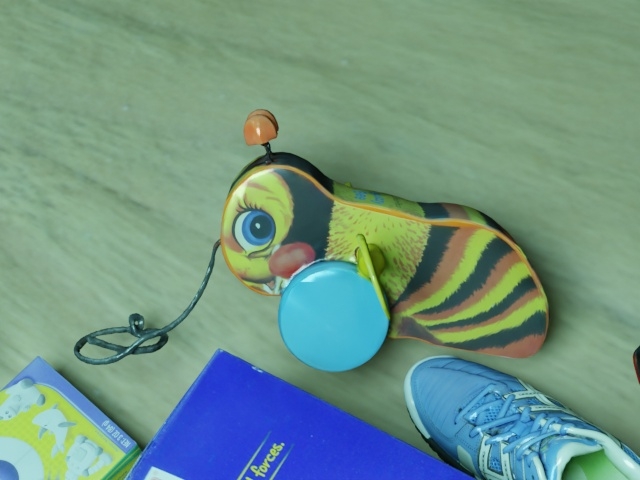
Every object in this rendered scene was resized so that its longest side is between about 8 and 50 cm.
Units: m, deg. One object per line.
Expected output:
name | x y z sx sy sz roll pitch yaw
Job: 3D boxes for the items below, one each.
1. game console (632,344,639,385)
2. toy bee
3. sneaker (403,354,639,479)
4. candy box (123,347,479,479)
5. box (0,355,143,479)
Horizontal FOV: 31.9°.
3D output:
game console | 0.427 0.144 0.653 0.386 0.060 0.342 -17 58 -5
toy bee | 0.000 0.000 0.714 0.298 0.162 0.195 -6 16 -22
sneaker | 0.136 0.125 0.680 0.211 0.081 0.080 31 68 33
candy box | 0.012 0.247 0.602 0.317 0.122 0.268 26 66 19
box | -0.211 0.172 0.722 0.105 0.043 0.179 35 70 25
